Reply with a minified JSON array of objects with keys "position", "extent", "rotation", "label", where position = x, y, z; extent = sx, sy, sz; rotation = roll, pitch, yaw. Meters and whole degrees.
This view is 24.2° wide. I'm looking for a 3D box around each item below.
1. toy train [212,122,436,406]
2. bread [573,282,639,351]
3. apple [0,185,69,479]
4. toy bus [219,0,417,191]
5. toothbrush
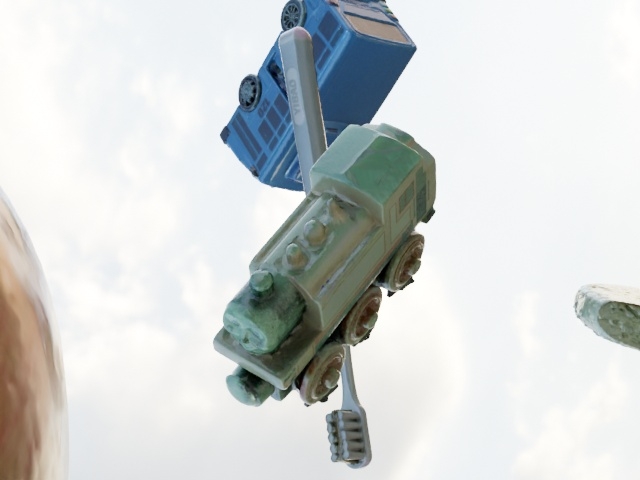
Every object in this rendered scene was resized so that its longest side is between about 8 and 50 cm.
[{"position":[0.003,0.018,0.969],"extent":[0.194,0.080,0.125],"rotation":[-50,-26,-28],"label":"toy train"},{"position":[0.233,0.057,0.927],"extent":[0.112,0.193,0.036],"rotation":[-147,70,-73],"label":"bread"},{"position":[-0.270,0.088,0.575],"extent":[0.364,0.364,0.364],"rotation":[-26,-61,-59],"label":"apple"},{"position":[-0.004,-0.131,1.329],"extent":[0.090,0.106,0.185],"rotation":[5,-51,-40],"label":"toy bus"},{"position":[0.002,0.000,1.116],"extent":[0.030,0.025,0.342],"rotation":[13,-116,-50],"label":"toothbrush"}]
